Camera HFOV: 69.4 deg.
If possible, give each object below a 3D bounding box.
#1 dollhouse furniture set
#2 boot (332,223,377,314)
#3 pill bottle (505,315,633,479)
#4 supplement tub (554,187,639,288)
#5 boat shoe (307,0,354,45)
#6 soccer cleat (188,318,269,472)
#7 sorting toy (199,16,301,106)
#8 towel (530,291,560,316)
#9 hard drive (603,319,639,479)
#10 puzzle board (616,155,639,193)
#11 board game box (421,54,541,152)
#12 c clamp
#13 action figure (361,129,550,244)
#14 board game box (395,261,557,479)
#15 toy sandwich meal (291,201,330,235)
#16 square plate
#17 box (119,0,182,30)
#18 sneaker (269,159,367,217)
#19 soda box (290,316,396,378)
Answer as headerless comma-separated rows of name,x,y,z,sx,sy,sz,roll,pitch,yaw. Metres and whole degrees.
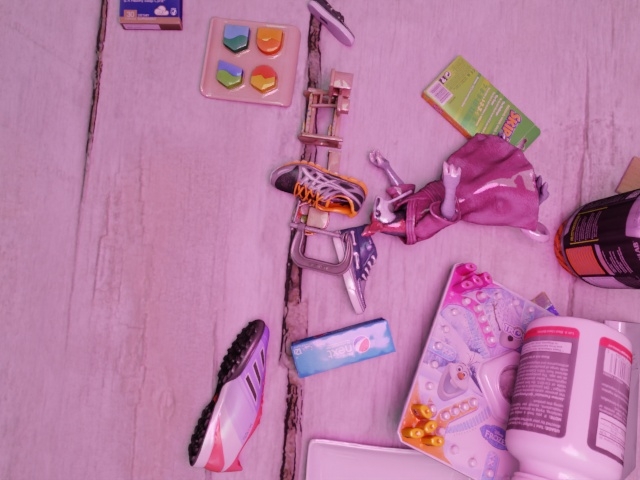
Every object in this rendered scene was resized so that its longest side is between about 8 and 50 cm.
dollhouse furniture set,0.002,-0.243,0.979,0.101,0.161,0.181,7,84,-1
boot,0.089,0.060,1.000,0.086,0.069,0.189,-16,85,2
pill bottle,0.423,0.307,0.798,0.177,0.176,0.318,23,66,0
supplement tub,0.612,0.000,0.900,0.194,0.316,0.193,0,86,-3
boat shoe,0.031,-0.507,1.060,0.040,0.049,0.142,-44,86,-5
soccer cleat,-0.163,0.322,0.964,0.117,0.109,0.318,25,82,-20
sorting toy,-0.158,-0.409,1.050,0.209,0.038,0.192,8,85,-1
towel,0.500,0.163,1.035,0.060,0.009,0.083,-31,86,-5
hard drive,0.614,0.320,0.948,0.203,0.040,0.307,12,83,-46
puzzle board,0.759,-0.122,1.069,0.128,0.011,0.096,31,83,0
board game box,0.368,-0.290,1.059,0.259,0.039,0.124,44,86,5
c clamp,0.000,0.000,0.984,0.161,0.022,0.137,19,89,17
action figure,0.258,-0.079,0.985,0.371,0.248,0.275,-26,119,-2
board game box,0.386,0.288,0.919,0.390,0.050,0.389,29,66,-6
toy sandwich meal,-0.022,-0.049,1.026,0.086,0.029,0.085,0,85,-2
square plate,0.129,0.601,0.965,0.345,0.049,0.346,6,85,-2
box,-0.386,-0.597,1.061,0.137,0.036,0.225,-1,84,-2
sneaker,-0.005,-0.107,0.993,0.215,0.084,0.083,12,51,-1
soda box,0.046,0.227,0.985,0.210,0.067,0.071,-15,86,-3
